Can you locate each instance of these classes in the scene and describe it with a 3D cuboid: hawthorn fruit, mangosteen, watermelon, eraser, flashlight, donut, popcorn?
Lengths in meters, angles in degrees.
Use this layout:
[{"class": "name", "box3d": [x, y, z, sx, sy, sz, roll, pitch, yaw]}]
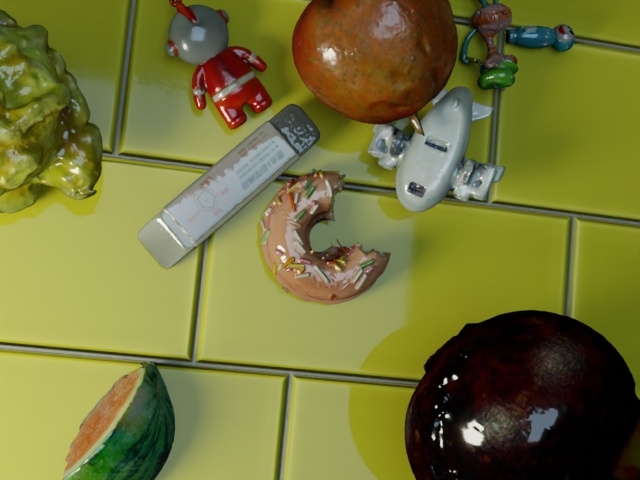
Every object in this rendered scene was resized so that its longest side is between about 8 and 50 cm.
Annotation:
[{"class": "hawthorn fruit", "box3d": [0.106, -0.307, 1.654, 0.277, 0.277, 0.298, -32, 94, -13]}, {"class": "mangosteen", "box3d": [0.327, 0.325, 1.582, 0.381, 0.381, 0.421, -23, 94, -13]}, {"class": "watermelon", "box3d": [-0.294, 0.324, 1.590, 0.146, 0.128, 0.231, 46, 74, -23]}, {"class": "eraser", "box3d": [-0.151, -0.094, 1.676, 0.352, 0.061, 0.089, -41, 93, -13]}, {"class": "flashlight", "box3d": [0.406, -0.372, 1.833, 0.129, 0.051, 0.051, -3, 85, -7]}, {"class": "donut", "box3d": [0.000, 0.000, 1.688, 0.199, 0.085, 0.233, -32, 90, -12]}, {"class": "popcorn", "box3d": [-0.504, -0.195, 1.499, 0.274, 0.279, 0.335, -37, 72, 27]}]

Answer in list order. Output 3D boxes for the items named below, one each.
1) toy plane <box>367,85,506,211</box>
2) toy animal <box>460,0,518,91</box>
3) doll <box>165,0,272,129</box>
[{"class": "toy plane", "box3d": [0.205, -0.160, 1.736, 0.245, 0.117, 0.244, -1, 79, 4]}, {"class": "toy animal", "box3d": [0.296, -0.371, 1.791, 0.103, 0.100, 0.208, -9, 87, 21]}, {"class": "doll", "box3d": [-0.183, -0.310, 1.685, 0.142, 0.076, 0.245, -37, 96, -14]}]
